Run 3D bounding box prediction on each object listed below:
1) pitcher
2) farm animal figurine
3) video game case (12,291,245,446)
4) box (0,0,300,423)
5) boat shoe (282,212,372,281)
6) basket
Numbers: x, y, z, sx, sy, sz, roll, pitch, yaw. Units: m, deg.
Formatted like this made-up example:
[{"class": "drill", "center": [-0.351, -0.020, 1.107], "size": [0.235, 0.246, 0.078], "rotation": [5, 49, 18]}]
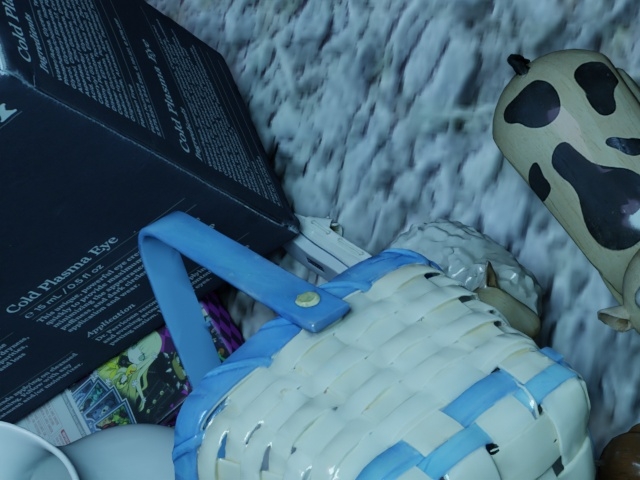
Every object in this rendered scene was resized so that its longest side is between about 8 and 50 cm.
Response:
[{"class": "pitcher", "center": [-0.117, 0.189, 0.875], "size": [0.177, 0.207, 0.125], "rotation": [26, 91, 33]}, {"class": "farm animal figurine", "center": [0.215, -0.010, 0.755], "size": [0.327, 0.172, 0.330], "rotation": [40, 98, 32]}, {"class": "video game case", "center": [-0.182, 0.072, 1.044], "size": [0.210, 0.042, 0.232], "rotation": [-43, 59, 14]}, {"class": "box", "center": [-0.250, -0.028, 0.902], "size": [0.343, 0.312, 0.179], "rotation": [-33, 62, 16]}, {"class": "boat shoe", "center": [0.000, 0.000, 0.966], "size": [0.035, 0.035, 0.100], "rotation": [-42, 51, -18]}, {"class": "basket", "center": [0.011, 0.122, 0.739], "size": [0.201, 0.255, 0.289], "rotation": [-31, 30, -23]}]
